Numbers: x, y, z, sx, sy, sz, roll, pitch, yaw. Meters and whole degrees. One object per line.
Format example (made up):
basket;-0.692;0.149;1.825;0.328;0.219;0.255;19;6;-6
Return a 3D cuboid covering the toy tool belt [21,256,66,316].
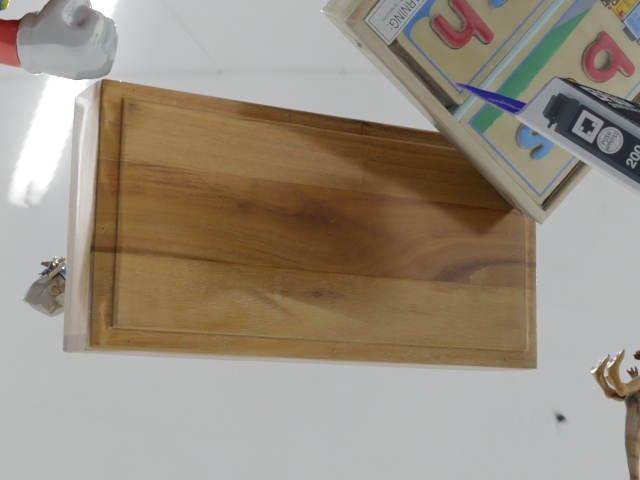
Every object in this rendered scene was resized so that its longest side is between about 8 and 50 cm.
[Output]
toy tool belt;-0.237;0.039;1.113;0.052;0.083;0.051;29;-83;3

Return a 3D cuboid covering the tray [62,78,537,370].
tray;0.000;0.000;1.004;0.076;0.411;0.203;-12;-106;59

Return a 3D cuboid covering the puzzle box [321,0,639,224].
puzzle box;0.226;-0.244;0.977;0.409;0.272;0.052;-49;-149;0

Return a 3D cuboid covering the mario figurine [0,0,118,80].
mario figurine;-0.225;-0.176;0.806;0.320;0.198;0.170;-36;-160;38

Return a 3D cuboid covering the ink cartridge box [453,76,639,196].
ink cartridge box;0.217;-0.059;0.804;0.208;0.206;0.045;35;-74;25

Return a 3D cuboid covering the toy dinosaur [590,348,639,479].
toy dinosaur;0.333;0.172;1.257;0.112;0.064;0.211;42;-135;0
